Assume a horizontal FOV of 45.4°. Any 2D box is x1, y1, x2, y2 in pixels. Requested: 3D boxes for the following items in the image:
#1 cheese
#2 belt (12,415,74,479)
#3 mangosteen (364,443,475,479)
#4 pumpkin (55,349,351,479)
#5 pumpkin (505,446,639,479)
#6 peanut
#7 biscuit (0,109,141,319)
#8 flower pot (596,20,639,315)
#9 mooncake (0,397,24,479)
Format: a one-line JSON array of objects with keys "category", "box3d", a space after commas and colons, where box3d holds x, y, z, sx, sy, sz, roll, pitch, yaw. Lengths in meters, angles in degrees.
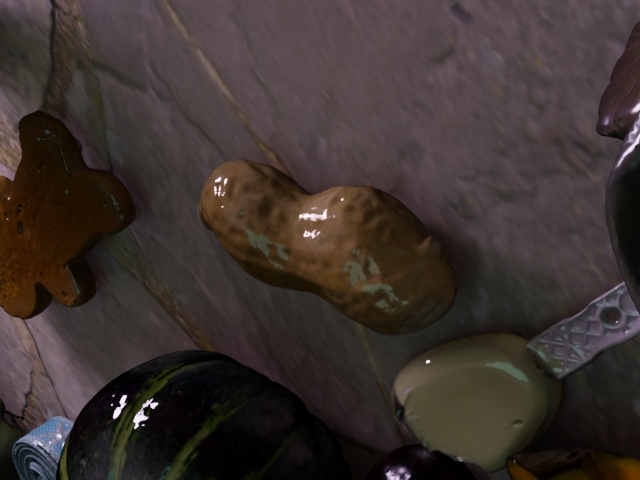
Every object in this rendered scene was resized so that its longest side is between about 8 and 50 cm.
[{"category": "cheese", "box3d": [0.176, 0.114, 0.651, 0.127, 0.050, 0.255, 51, 128, 3]}, {"category": "belt", "box3d": [-0.357, 0.334, 1.066, 0.163, 0.082, 0.147, 43, 131, 10]}, {"category": "mangosteen", "box3d": [0.084, 0.259, 0.721, 0.140, 0.140, 0.140, 13, 117, 27]}, {"category": "pumpkin", "box3d": [-0.117, 0.273, 0.785, 0.323, 0.241, 0.323, 15, 116, 33]}, {"category": "pumpkin", "box3d": [0.262, 0.244, 0.645, 0.130, 0.149, 0.254, -31, 100, -1]}, {"category": "peanut", "box3d": [0.000, 0.000, 0.683, 0.263, 0.101, 0.117, 19, 95, 27]}, {"category": "biscuit", "box3d": [-0.329, -0.012, 0.913, 0.197, 0.049, 0.301, 49, 127, 10]}, {"category": "flower pot", "box3d": [0.298, -0.054, 0.398, 0.302, 0.213, 0.302, 13, 118, 26]}, {"category": "mooncake", "box3d": [-0.594, 0.345, 1.152, 0.356, 0.194, 0.356, 11, 112, 28]}]
